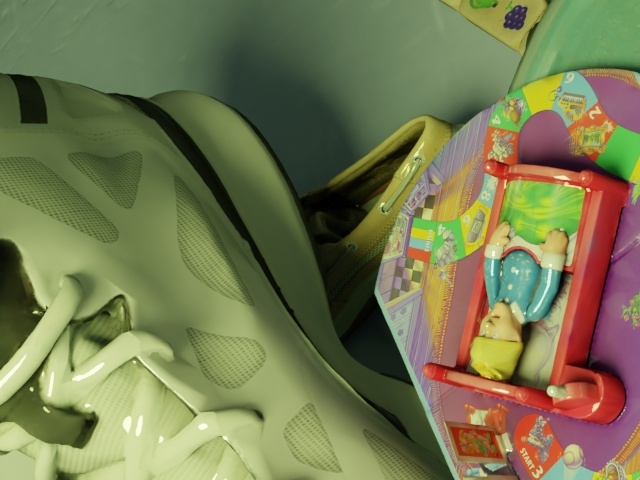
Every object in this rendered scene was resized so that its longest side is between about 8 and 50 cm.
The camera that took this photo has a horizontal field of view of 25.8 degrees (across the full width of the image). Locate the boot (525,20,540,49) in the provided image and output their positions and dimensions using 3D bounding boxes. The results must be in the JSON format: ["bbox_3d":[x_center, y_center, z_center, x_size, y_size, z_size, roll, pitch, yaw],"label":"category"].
[{"bbox_3d":[0.180,-0.016,0.515,0.161,0.083,0.246,-33,55,26],"label":"boot"}]

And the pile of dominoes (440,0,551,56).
[{"bbox_3d":[0.131,-0.229,0.723,0.251,0.040,0.196,-54,39,7],"label":"pile of dominoes"}]

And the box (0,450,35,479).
[{"bbox_3d":[-0.216,0.112,0.769,0.181,0.182,0.119,-58,38,2],"label":"box"}]

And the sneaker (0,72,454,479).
[{"bbox_3d":[-0.075,0.090,0.522,0.169,0.257,0.447,-55,51,24],"label":"sneaker"}]

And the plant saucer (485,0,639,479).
[{"bbox_3d":[0.166,-0.017,0.426,0.318,0.044,0.317,-16,66,42],"label":"plant saucer"}]

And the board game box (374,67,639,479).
[{"bbox_3d":[0.070,0.019,0.458,0.133,0.033,0.168,-43,52,29],"label":"board game box"}]

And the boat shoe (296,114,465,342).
[{"bbox_3d":[0.000,0.000,0.693,0.190,0.072,0.068,-41,42,22],"label":"boat shoe"}]
